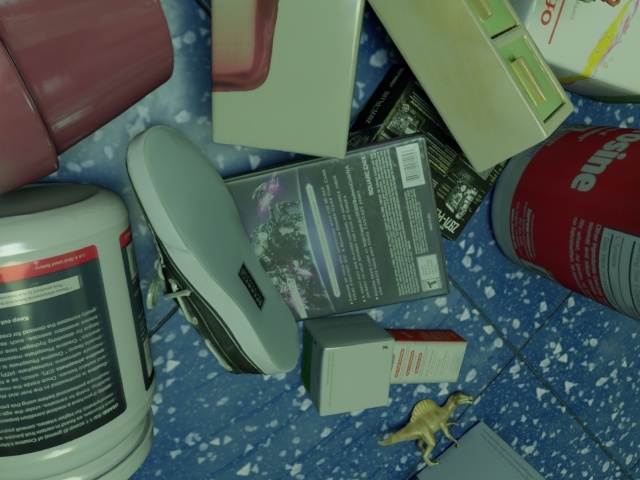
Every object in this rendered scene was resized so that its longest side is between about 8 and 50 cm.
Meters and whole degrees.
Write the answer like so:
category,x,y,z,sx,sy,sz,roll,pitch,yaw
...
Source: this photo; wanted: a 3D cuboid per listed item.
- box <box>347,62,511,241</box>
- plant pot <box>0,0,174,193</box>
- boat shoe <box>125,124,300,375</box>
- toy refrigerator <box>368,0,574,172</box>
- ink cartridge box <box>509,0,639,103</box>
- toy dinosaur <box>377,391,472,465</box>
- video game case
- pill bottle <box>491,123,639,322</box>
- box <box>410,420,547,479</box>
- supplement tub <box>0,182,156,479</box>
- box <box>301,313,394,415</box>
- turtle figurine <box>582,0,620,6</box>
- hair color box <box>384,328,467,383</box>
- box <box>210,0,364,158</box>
category,x,y,z,sx,sy,sz,roll,pitch,yaw
box,0.131,-0.108,0.629,0.180,0.077,0.147,31,94,-25
plant pot,-0.235,-0.166,0.418,0.180,0.201,0.201,-33,116,-26
boat shoe,-0.128,0.029,0.533,0.105,0.113,0.306,-13,126,22
toy refrigerator,0.151,-0.219,0.526,0.102,0.094,0.269,-36,95,-41
ink cartridge box,0.312,-0.306,0.615,0.353,0.119,0.207,7,104,-22
toy dinosaur,0.165,0.303,0.797,0.183,0.053,0.092,-20,97,-22
video game case,0.000,0.000,0.583,0.274,0.026,0.196,-11,112,9
pill bottle,0.419,-0.010,0.589,0.229,0.407,0.229,-6,108,-20
box,0.265,0.427,0.791,0.182,0.181,0.119,-37,116,-7
supplement tub,-0.264,0.093,0.475,0.191,0.191,0.272,-9,109,-19
box,0.034,0.164,0.671,0.102,0.087,0.101,-3,107,-21
turtle figurine,0.166,-0.320,0.467,0.217,0.087,0.269,-24,88,-33
hair color box,0.142,0.172,0.741,0.141,0.043,0.072,6,104,-24
box,-0.023,-0.213,0.457,0.127,0.148,0.232,7,118,1
